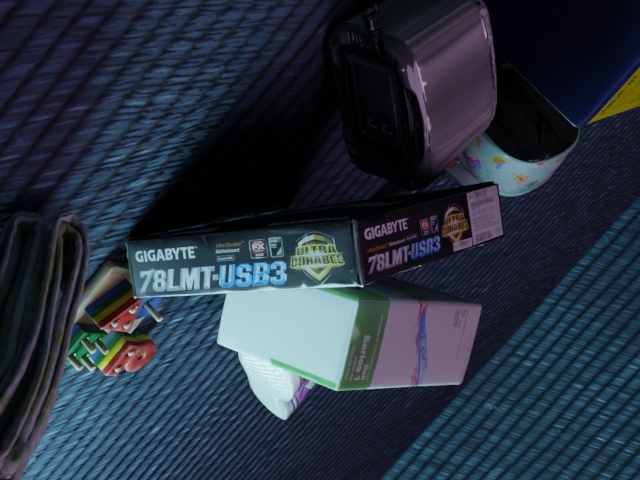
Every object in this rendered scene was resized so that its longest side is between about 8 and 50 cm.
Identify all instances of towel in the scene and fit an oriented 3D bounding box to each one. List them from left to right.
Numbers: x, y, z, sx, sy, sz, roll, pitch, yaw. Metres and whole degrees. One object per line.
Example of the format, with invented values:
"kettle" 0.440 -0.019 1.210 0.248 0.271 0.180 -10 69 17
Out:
"towel" -0.298 0.195 0.987 0.320 0.090 0.374 -87 -159 -52

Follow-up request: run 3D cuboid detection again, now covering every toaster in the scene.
"toaster" 0.102 -0.177 1.221 0.146 0.129 0.227 -38 133 -30

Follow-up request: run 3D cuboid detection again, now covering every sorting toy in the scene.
"sorting toy" -0.227 0.090 1.233 0.132 0.046 0.274 -50 158 9

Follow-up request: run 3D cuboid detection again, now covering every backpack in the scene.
"backpack" 0.225 -0.144 1.448 0.166 0.188 0.144 -30 153 -37

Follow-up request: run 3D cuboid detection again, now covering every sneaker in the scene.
"sneaker" -0.030 0.154 1.653 0.161 0.102 0.282 -44 169 -15

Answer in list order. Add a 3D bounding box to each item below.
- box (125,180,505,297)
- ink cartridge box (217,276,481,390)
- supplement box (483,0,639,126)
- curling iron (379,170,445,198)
"box" 0.000 0.000 1.212 0.295 0.073 0.293 -6 -176 36
"ink cartridge box" 0.042 0.106 1.450 0.278 0.201 0.117 7 97 -51
"supplement box" 0.376 -0.293 1.412 0.356 0.195 0.194 -20 153 -53
"curling iron" 0.089 -0.041 1.588 0.274 0.035 0.068 -41 152 -8
